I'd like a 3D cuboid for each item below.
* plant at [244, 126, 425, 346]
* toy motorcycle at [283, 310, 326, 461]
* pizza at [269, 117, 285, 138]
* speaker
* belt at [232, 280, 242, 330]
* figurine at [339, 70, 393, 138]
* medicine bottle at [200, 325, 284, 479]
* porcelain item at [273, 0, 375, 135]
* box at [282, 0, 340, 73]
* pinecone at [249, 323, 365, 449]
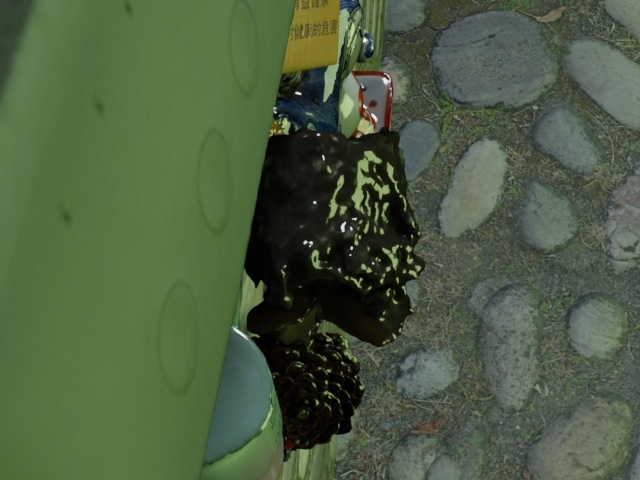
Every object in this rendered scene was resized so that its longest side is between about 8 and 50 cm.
[{"bbox_3d":[0.000,0.000,1.284,0.204,0.178,0.234,4,-88,55],"label":"plant"},{"bbox_3d":[-0.036,0.174,1.859,0.171,0.089,0.298,25,70,-85],"label":"toy motorcycle"},{"bbox_3d":[-0.080,-0.083,1.373,0.188,0.062,0.199,-22,108,-52],"label":"pizza"},{"bbox_3d":[-0.130,-0.044,0.467,0.184,0.183,0.406,76,19,-55],"label":"speaker"},{"bbox_3d":[-0.104,0.039,1.215,0.087,0.072,0.302,-87,178,-69],"label":"belt"},{"bbox_3d":[0.000,-0.173,1.735,0.226,0.160,0.183,43,50,-75],"label":"figurine"},{"bbox_3d":[-0.097,0.152,1.076,0.168,0.135,0.135,81,15,-63],"label":"medicine bottle"},{"bbox_3d":[-0.036,-0.186,1.532,0.186,0.138,0.288,22,76,-65],"label":"porcelain item"},{"bbox_3d":[-0.053,-0.285,1.151,0.174,0.076,0.274,-21,119,-54],"label":"box"},{"bbox_3d":[-0.031,0.167,1.646,0.165,0.163,0.163,-111,-162,-59],"label":"pinecone"}]
